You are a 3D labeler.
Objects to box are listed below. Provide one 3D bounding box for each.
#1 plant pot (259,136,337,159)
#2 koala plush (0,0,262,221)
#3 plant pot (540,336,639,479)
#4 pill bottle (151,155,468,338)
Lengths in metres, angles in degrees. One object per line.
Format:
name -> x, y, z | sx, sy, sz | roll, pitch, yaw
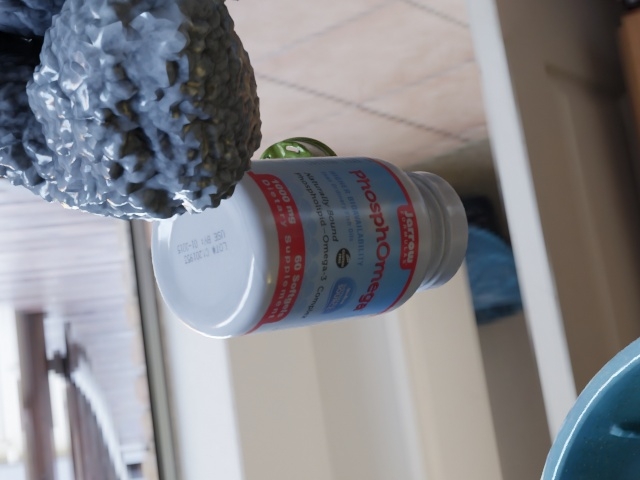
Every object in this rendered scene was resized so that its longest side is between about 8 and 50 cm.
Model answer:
plant pot -> -0.024, -0.055, 1.201 | 0.083, 0.083, 0.079 | -10, 174, 7
koala plush -> -0.086, -0.156, 0.378 | 0.203, 0.196, 0.221 | 16, 132, 4
plant pot -> 0.375, 0.222, 0.888 | 0.334, 0.341, 0.341 | 4, 162, -32
pill bottle -> 0.000, 0.000, 0.710 | 0.160, 0.087, 0.087 | -6, 169, -43
